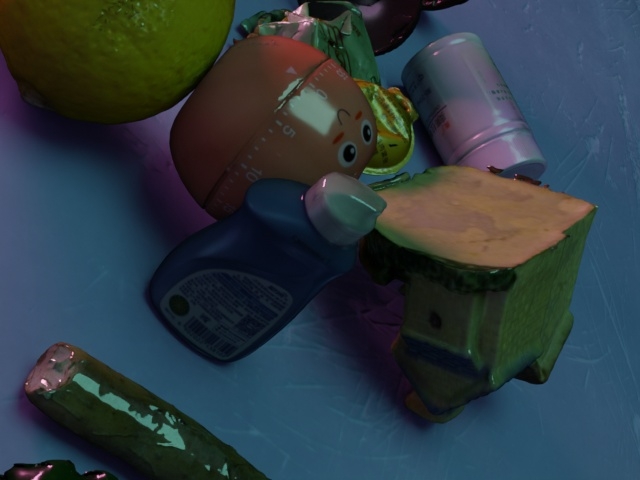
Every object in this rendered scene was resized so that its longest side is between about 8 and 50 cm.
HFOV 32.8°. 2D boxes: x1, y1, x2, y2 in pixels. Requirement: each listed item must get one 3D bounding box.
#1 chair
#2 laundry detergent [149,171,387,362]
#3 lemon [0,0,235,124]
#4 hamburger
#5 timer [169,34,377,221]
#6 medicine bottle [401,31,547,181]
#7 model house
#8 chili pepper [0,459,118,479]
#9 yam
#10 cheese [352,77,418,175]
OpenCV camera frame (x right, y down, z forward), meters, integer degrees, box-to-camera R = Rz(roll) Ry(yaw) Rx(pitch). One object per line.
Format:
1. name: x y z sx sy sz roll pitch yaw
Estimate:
1. chair: 0.140 -0.469 1.845 0.226 0.226 0.401 50 35 -1
2. laundry detergent: -0.051 0.015 1.149 0.143 0.290 0.094 45 36 -10
3. lemon: -0.232 -0.269 1.219 0.293 0.293 0.293 28 41 -28
4. hamburger: 0.004 -0.258 1.572 0.260 0.150 0.276 25 42 -34
5. timer: -0.050 -0.114 1.246 0.215 0.229 0.230 38 37 -7
6. medicine bottle: 0.251 -0.197 1.784 0.152 0.152 0.254 -1 60 -48
7. model house: 0.181 0.072 1.413 0.261 0.266 0.321 19 29 32
8. chili pepper: -0.225 0.300 0.823 0.174 0.165 0.261 44 36 -31
9. yam: -0.123 0.226 1.072 0.371 0.083 0.083 38 37 -19
10. cheese: 0.034 -0.138 1.437 0.250 0.064 0.157 -32 81 -37
